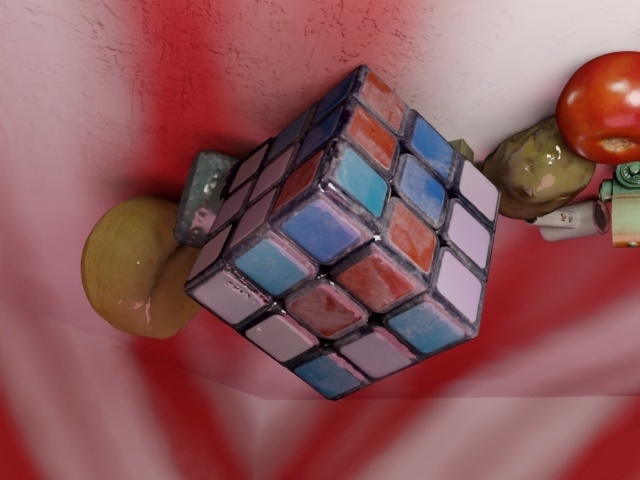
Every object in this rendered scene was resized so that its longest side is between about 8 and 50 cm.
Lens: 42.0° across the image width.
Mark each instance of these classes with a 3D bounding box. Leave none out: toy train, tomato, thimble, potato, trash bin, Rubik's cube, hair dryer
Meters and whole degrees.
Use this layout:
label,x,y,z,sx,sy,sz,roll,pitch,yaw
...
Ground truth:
label,x,y,z,sx,sy,sz,roll,pitch,yaw
toy train,0.640,-0.061,1.470,0.286,0.177,0.116,-1,156,21
tomato,0.448,-0.199,1.243,0.195,0.136,0.195,8,160,3
thimble,-0.203,-0.081,1.671,0.143,0.198,0.235,16,142,-16
potato,0.377,-0.122,1.447,0.165,0.164,0.262,10,164,-8
trash bin,0.231,-0.155,1.554,0.092,0.043,0.061,-2,157,31
Rubik's cube,0.049,-0.006,1.365,0.363,0.362,0.359,-33,114,35
hair dryer,0.461,-0.036,1.646,0.131,0.073,0.236,-12,173,42

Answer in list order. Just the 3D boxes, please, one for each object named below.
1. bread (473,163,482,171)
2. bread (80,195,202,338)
label,x,y,z,sx,sy,sz,roll,pitch,yaw
bread,0.278,-0.116,1.614,0.110,0.060,0.066,-1,128,16
bread,-0.383,0.055,1.894,0.237,0.320,0.320,21,166,27
